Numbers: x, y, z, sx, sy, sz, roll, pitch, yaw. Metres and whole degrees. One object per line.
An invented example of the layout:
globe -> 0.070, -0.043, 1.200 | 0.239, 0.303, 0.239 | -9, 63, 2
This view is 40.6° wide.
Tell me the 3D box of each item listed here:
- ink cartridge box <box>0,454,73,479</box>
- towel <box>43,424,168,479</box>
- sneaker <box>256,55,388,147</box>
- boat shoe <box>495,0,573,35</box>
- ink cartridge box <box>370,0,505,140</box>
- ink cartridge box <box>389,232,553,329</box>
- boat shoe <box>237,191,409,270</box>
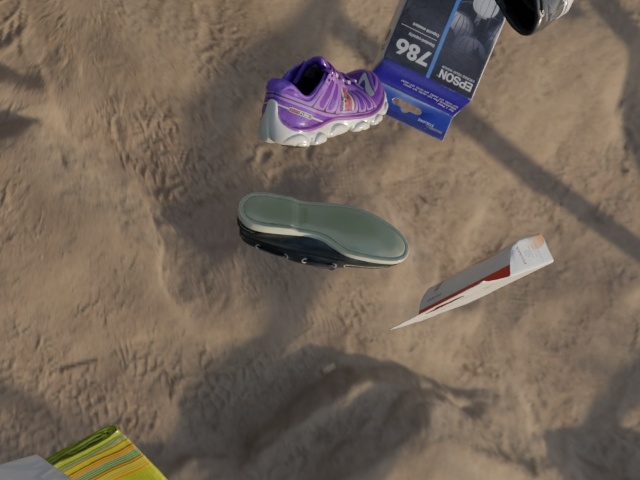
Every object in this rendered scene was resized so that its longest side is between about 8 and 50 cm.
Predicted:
ink cartridge box -> -0.236, 0.230, 0.510 | 0.203, 0.086, 0.148 | -3, 112, -58
towel -> -0.225, 0.293, 0.990 | 0.102, 0.021, 0.237 | -27, 137, -2
sneaker -> 0.009, -0.132, 0.772 | 0.068, 0.170, 0.071 | 17, 117, 26
boat shoe -> 0.158, -0.292, 0.801 | 0.076, 0.080, 0.228 | -47, 118, -28
ink cartridge box -> 0.199, -0.341, 1.380 | 0.165, 0.065, 0.333 | 22, 91, -12
ink cartridge box -> 0.174, 0.048, 1.032 | 0.179, 0.145, 0.045 | -7, 70, -49
boat shoe -> -0.001, 0.003, 1.700 | 0.340, 0.127, 0.113 | 10, 139, -9
